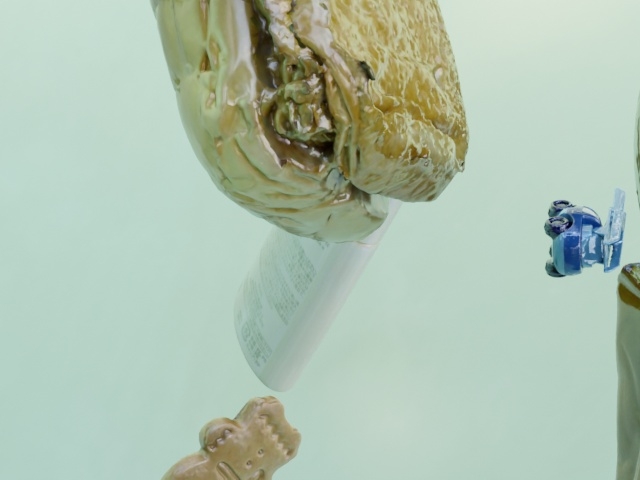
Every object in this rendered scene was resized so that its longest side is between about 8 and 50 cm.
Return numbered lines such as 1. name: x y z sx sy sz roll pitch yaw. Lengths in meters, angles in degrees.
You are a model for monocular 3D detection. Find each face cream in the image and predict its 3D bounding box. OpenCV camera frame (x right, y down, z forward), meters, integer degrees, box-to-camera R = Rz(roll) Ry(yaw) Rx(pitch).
1. face cream: 0.000 0.000 1.978 0.081 0.348 0.173 8 43 -25

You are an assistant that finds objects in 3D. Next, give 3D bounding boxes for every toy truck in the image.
1. toy truck: 0.261 -0.013 1.728 0.074 0.063 0.136 0 27 12

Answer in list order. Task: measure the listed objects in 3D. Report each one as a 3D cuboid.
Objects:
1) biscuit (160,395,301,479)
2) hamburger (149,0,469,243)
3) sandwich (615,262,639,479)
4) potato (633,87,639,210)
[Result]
1. biscuit: -0.099 0.239 1.820 0.184 0.133 0.027 -31 44 -19
2. hamburger: -0.017 -0.151 1.172 0.319 0.158 0.319 59 18 -32
3. sandwich: 0.212 0.110 1.055 0.079 0.163 0.113 2 29 -22
4. potato: 0.424 -0.120 1.196 0.442 0.385 0.319 -19 102 -12
